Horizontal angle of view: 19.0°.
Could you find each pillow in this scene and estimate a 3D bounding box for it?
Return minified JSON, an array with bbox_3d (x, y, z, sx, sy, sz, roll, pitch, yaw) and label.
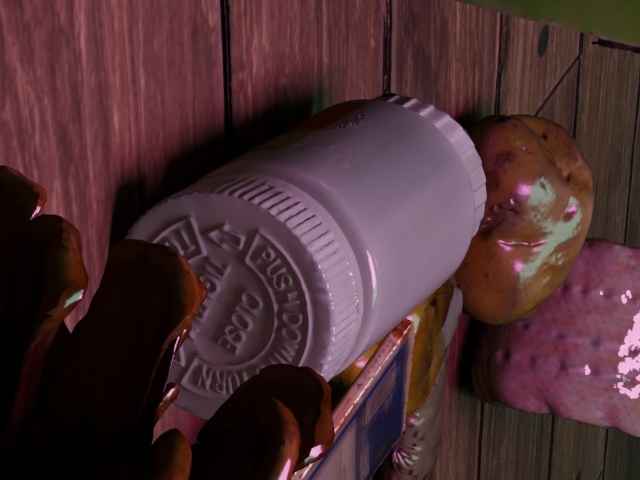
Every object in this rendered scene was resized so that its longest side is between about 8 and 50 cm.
[{"bbox_3d":[0.085,0.162,1.789,0.093,0.051,0.241,-42,143,-57],"label":"pillow"}]

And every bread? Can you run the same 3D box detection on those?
[{"bbox_3d":[0.060,0.075,1.623,0.160,0.088,0.233,79,30,-42],"label":"bread"}]

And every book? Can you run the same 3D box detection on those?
[{"bbox_3d":[-0.027,0.222,1.418,0.322,0.018,0.228,-52,164,-22],"label":"book"}]

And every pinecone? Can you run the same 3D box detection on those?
[{"bbox_3d":[-0.166,0.124,0.762,0.384,0.384,0.384,13,90,-70],"label":"pinecone"}]

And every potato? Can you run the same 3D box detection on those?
[{"bbox_3d":[0.179,-0.021,1.811,0.155,0.137,0.200,-3,108,-37],"label":"potato"}]

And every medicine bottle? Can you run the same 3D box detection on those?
[{"bbox_3d":[0.000,0.000,1.314,0.318,0.158,0.158,-34,134,-60],"label":"medicine bottle"}]

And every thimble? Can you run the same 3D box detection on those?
[{"bbox_3d":[0.302,0.104,2.022,0.291,0.291,0.195,20,83,-69],"label":"thimble"}]

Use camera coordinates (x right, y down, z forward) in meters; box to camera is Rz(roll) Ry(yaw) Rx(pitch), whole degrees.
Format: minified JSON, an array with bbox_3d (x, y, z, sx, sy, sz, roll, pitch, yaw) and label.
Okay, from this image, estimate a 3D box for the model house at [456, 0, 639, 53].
[{"bbox_3d":[0.168,-0.357,1.360,0.323,0.300,0.340,-57,159,-64],"label":"model house"}]
